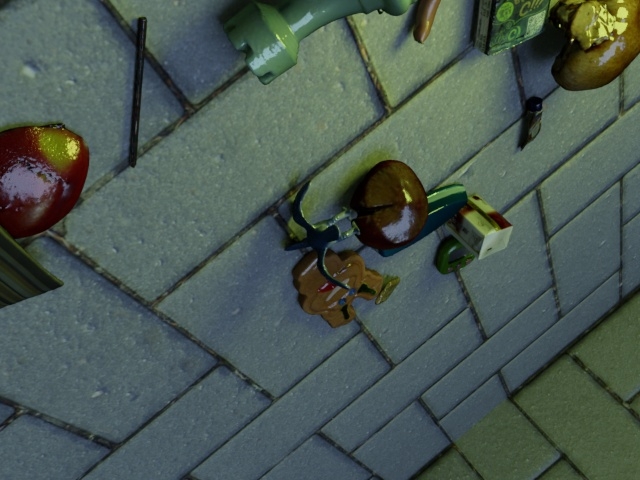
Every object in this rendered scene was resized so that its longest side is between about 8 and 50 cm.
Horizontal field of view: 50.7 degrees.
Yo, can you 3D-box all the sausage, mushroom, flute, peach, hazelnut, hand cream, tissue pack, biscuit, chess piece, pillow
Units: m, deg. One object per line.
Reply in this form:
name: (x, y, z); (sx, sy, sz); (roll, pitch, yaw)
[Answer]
sausage: (0.220, -0.468, 1.299); (0.040, 0.047, 0.176); (-12, 133, -49)
mushroom: (0.617, -0.459, 1.508); (0.283, 0.195, 0.263); (-11, 138, -47)
flute: (-0.300, -0.234, 1.106); (0.014, 0.014, 0.269); (-12, 134, -33)
peach: (-0.484, -0.067, 1.071); (0.279, 0.068, 0.189); (-46, 141, 7)
hazelnut: (0.155, -0.080, 1.526); (0.178, 0.178, 0.204); (4, 84, -43)
hand cream: (0.555, -0.303, 1.766); (0.062, 0.039, 0.163); (-44, 148, -23)
tissue pack: (0.403, -0.516, 1.391); (0.173, 0.073, 0.235); (-27, 140, -18)
biscuit: (0.042, 0.121, 1.733); (0.202, 0.047, 0.334); (-44, 142, 4)
biscuit: (0.187, 0.141, 1.880); (0.081, 0.018, 0.083); (-58, 162, 17)
chess piece: (-0.007, -0.386, 1.091); (0.299, 0.194, 0.194); (-35, 143, 6)
tissue pack: (0.425, -0.040, 1.819); (0.106, 0.148, 0.099); (-21, 139, -25)
pillow: (-0.570, 0.055, 1.100); (0.212, 0.052, 0.208); (-21, 144, 2)

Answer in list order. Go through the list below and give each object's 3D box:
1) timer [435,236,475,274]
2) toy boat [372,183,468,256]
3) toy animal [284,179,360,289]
timer: (0.398, 0.034, 1.957); (0.140, 0.047, 0.128); (-20, 140, -26)
toy boat: (0.261, -0.057, 1.732); (0.299, 0.062, 0.096); (-32, 141, -12)
toy animal: (0.000, 0.000, 1.452); (0.176, 0.239, 0.255); (-27, 178, 3)
